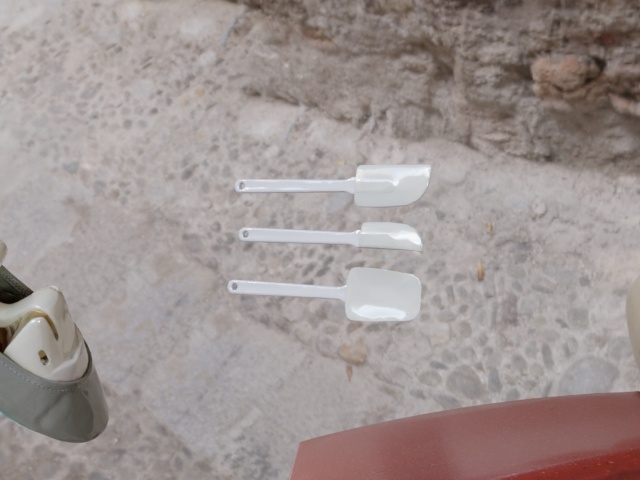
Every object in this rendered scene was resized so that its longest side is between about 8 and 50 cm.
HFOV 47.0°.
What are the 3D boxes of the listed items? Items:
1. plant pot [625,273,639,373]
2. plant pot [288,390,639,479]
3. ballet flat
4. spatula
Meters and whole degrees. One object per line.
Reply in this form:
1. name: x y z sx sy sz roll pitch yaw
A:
1. plant pot: 0.498 0.101 0.907 0.284 0.284 0.191 -35 49 -4
2. plant pot: 0.137 0.217 0.402 0.236 0.267 0.267 -21 84 0
3. ballet flat: -0.186 0.037 0.414 0.068 0.213 0.072 -34 24 20
4. spatula: 0.000 0.000 0.804 0.242 0.019 0.168 1 84 27
